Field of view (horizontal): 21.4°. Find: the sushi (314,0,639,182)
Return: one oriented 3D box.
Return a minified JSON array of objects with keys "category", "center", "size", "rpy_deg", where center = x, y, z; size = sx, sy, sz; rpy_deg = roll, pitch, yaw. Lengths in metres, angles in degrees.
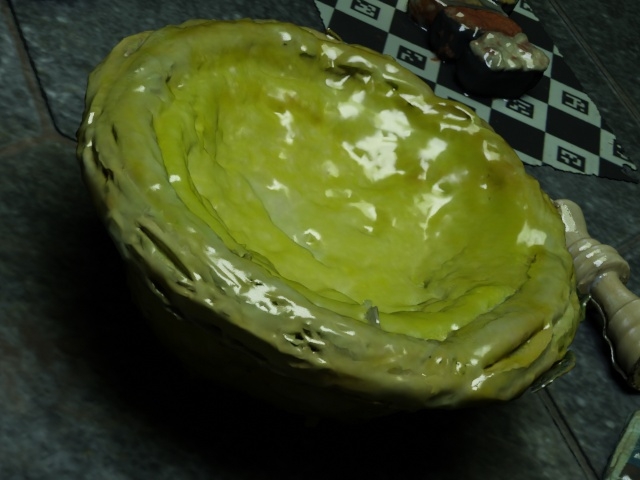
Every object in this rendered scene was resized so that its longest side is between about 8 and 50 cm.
[{"category":"sushi","center":[0.127,-0.171,1.425],"size":[0.264,0.050,0.290],"rpy_deg":[8,38,-26]}]

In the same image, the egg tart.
[{"category":"egg tart","center":[0.000,0.000,1.031],"size":[0.345,0.132,0.345],"rpy_deg":[18,35,-13]}]

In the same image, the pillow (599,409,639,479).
[{"category":"pillow","center":[0.229,0.213,0.996],"size":[0.189,0.034,0.255],"rpy_deg":[34,33,8]}]

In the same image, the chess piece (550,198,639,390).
[{"category":"chess piece","center":[0.196,0.029,1.200],"size":[0.060,0.060,0.172],"rpy_deg":[-1,40,-36]}]
